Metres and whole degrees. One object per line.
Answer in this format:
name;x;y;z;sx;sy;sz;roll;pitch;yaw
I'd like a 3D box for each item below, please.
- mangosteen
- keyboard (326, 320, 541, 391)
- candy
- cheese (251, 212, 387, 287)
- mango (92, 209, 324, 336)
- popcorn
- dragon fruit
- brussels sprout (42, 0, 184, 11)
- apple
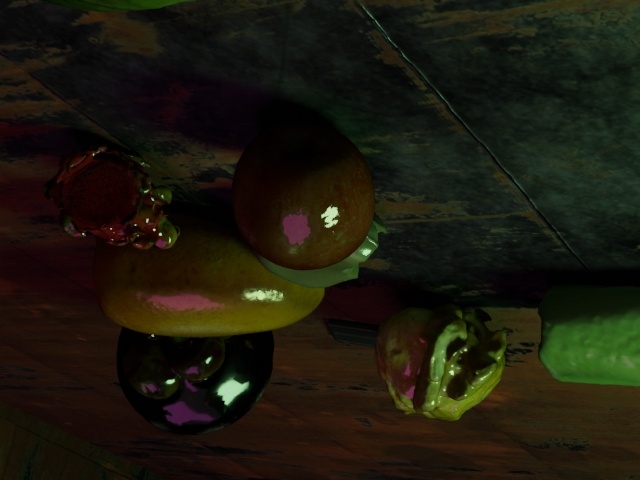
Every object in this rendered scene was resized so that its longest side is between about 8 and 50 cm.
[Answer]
mangosteen;-0.211;0.177;2.096;0.287;0.233;0.287;-9;129;-11
keyboard;0.201;0.188;2.188;0.381;0.041;0.103;14;160;16
candy;0.466;0.128;1.749;0.343;0.142;0.132;-5;144;35
cheese;0.000;0.000;1.760;0.175;0.091;0.202;25;156;-31
mango;-0.168;0.062;1.885;0.350;0.201;0.199;9;-161;-2
popcorn;0.183;0.184;1.993;0.190;0.191;0.253;43;162;16
dragon fruit;-0.271;-0.048;1.728;0.208;0.133;0.150;33;-169;-37
brussels sprout;-0.171;-0.287;1.028;0.271;0.210;0.219;8;168;-32
apple;-0.022;-0.056;1.536;0.181;0.181;0.168;8;133;11
